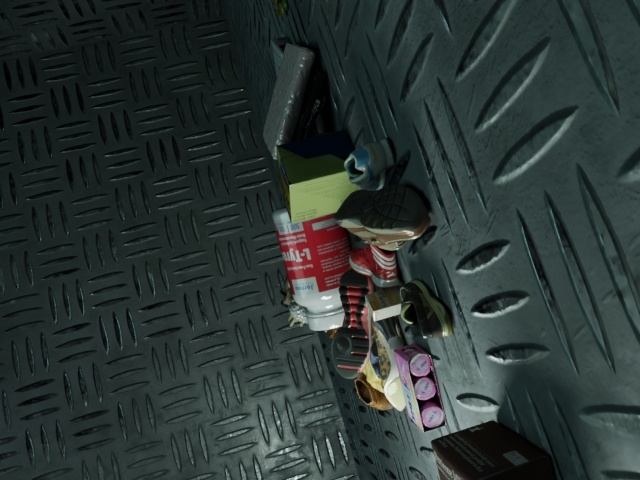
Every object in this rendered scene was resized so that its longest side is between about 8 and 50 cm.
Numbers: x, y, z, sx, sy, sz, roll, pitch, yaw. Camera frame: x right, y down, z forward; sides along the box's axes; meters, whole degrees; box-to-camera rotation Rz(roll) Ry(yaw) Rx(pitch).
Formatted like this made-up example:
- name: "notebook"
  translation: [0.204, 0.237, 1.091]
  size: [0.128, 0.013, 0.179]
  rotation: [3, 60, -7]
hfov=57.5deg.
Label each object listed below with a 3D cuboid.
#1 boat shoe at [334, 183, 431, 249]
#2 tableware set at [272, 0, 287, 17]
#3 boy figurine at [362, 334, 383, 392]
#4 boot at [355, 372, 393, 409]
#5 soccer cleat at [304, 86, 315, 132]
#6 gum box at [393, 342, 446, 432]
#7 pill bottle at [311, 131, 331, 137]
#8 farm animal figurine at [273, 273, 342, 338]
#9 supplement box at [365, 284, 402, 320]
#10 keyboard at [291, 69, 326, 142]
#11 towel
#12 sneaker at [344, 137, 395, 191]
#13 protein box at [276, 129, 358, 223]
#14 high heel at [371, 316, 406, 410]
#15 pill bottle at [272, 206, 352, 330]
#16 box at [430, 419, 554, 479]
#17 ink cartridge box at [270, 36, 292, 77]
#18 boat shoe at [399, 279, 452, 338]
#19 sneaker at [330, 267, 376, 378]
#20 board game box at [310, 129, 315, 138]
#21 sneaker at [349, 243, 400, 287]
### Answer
- name: "boat shoe"
  translation: [0.146, -0.042, 1.247]
  size: [0.116, 0.123, 0.324]
  rotation: [43, 172, -20]
- name: "tableware set"
  translation: [-0.134, -0.801, 1.965]
  size: [0.154, 0.024, 0.104]
  rotation: [-169, 61, -79]
- name: "boy figurine"
  translation: [0.175, 0.374, 1.743]
  size: [0.285, 0.092, 0.177]
  rotation: [100, 154, -71]
- name: "boot"
  translation: [0.146, 0.454, 1.854]
  size: [0.197, 0.073, 0.152]
  rotation: [44, -170, 38]
- name: "soccer cleat"
  translation: [-0.071, -0.422, 1.948]
  size: [0.248, 0.095, 0.083]
  rotation: [84, 168, -45]
- name: "gum box"
  translation: [0.237, 0.346, 1.403]
  size: [0.107, 0.062, 0.189]
  rotation: [-158, 53, -79]
- name: "pill bottle"
  translation: [0.013, -0.268, 1.776]
  size: [0.065, 0.065, 0.117]
  rotation: [-140, 36, -75]
- name: "farm animal figurine"
  translation: [-0.005, 0.181, 2.161]
  size: [0.172, 0.326, 0.330]
  rotation: [-54, 39, 24]
- name: "supplement box"
  translation: [0.164, 0.151, 1.416]
  size: [0.062, 0.098, 0.036]
  rotation: [-117, 15, -50]
- name: "keyboard"
  translation: [-0.042, -0.330, 1.686]
  size: [0.201, 0.033, 0.318]
  rotation: [-117, 43, -66]
- name: "towel"
  translation: [-0.105, -0.442, 1.827]
  size: [0.317, 0.053, 0.332]
  rotation: [-118, 42, -65]
- name: "sneaker"
  translation: [0.099, -0.163, 1.331]
  size: [0.229, 0.092, 0.088]
  rotation: [103, 149, -74]
- name: "protein box"
  translation: [-0.007, -0.175, 1.621]
  size: [0.201, 0.199, 0.136]
  rotation: [91, 162, -62]
- name: "high heel"
  translation: [0.193, 0.314, 1.582]
  size: [0.186, 0.093, 0.262]
  rotation: [-107, 8, -65]
- name: "pill bottle"
  translation: [-0.003, 0.073, 1.910]
  size: [0.229, 0.228, 0.408]
  rotation: [-166, 62, -80]
- name: "box"
  translation: [0.317, 0.523, 0.969]
  size: [0.191, 0.143, 0.382]
  rotation: [175, 82, -81]
- name: "ink cartridge box"
  translation: [-0.107, -0.525, 2.105]
  size: [0.176, 0.069, 0.371]
  rotation: [-118, 18, -53]
- name: "boat shoe"
  translation: [0.204, 0.145, 1.239]
  size: [0.223, 0.073, 0.080]
  rotation: [-130, 27, -69]
- name: "sneaker"
  translation: [0.117, 0.233, 1.650]
  size: [0.136, 0.115, 0.314]
  rotation: [5, -88, -61]
- name: "board game box"
  translation: [-0.025, -0.261, 1.857]
  size: [0.212, 0.039, 0.160]
  rotation: [64, -161, -55]
- name: "sneaker"
  translation: [0.140, 0.026, 1.492]
  size: [0.221, 0.086, 0.128]
  rotation: [-147, 50, -59]
